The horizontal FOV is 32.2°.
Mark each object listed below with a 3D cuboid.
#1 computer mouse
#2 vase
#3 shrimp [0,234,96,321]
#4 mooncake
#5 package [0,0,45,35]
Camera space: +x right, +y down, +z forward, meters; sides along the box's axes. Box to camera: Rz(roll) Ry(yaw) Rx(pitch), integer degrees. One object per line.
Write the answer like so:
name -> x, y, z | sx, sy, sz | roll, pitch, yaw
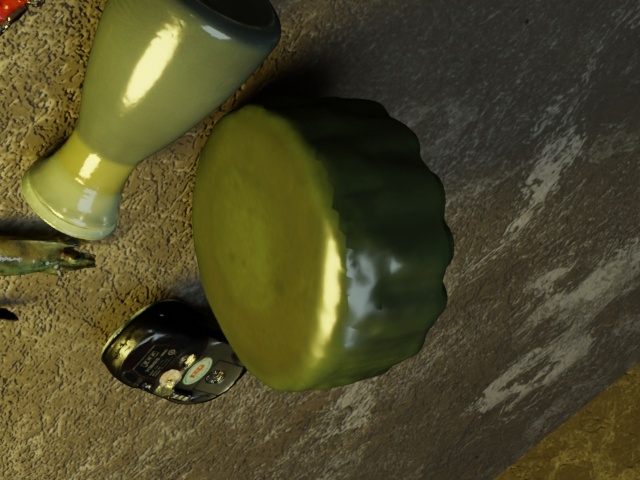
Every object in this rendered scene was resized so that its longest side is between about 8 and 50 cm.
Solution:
computer mouse -> -0.204, 0.151, 1.561 | 0.137, 0.096, 0.233 | -49, 137, 11
vase -> -0.194, -0.149, 1.184 | 0.173, 0.173, 0.321 | 10, 129, -43
shrimp -> -0.386, 0.047, 1.350 | 0.217, 0.051, 0.150 | 0, 135, -27
mooncake -> 0.000, 0.000, 1.333 | 0.194, 0.356, 0.356 | -11, 138, -32
package -> -0.330, -0.265, 1.035 | 0.269, 0.071, 0.194 | -30, 143, 16
